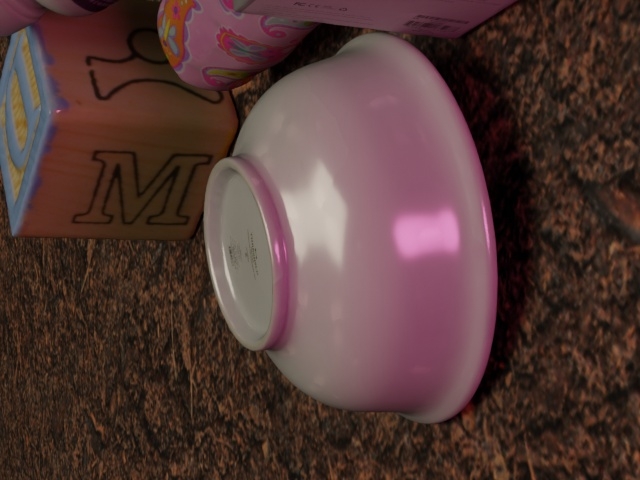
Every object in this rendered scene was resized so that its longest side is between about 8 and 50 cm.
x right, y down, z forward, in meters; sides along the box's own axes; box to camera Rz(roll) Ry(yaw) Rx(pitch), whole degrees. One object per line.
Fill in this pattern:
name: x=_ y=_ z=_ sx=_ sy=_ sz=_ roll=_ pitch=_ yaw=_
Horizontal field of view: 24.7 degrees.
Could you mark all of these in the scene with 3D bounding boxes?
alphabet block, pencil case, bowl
alphabet block: x=-0.221 y=-0.128 z=1.531 sx=0.193 sy=0.197 sz=0.192 roll=119 pitch=144 yaw=-45
pencil case: x=-0.045 y=-0.225 z=1.261 sx=0.284 sy=0.124 sz=0.124 roll=-31 pitch=61 yaw=60
bowl: x=0.000 y=0.000 z=1.074 sx=0.298 sy=0.134 sz=0.298 roll=171 pitch=90 yaw=-67

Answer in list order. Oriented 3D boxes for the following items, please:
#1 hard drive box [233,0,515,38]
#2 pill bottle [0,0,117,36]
hard drive box: x=0.067 y=-0.214 z=0.940 sx=0.232 sy=0.181 sz=0.089 roll=158 pitch=112 yaw=-62
pill bottle: x=-0.205 y=-0.314 z=1.367 sx=0.301 sy=0.169 sz=0.169 roll=-27 pitch=56 yaw=16
